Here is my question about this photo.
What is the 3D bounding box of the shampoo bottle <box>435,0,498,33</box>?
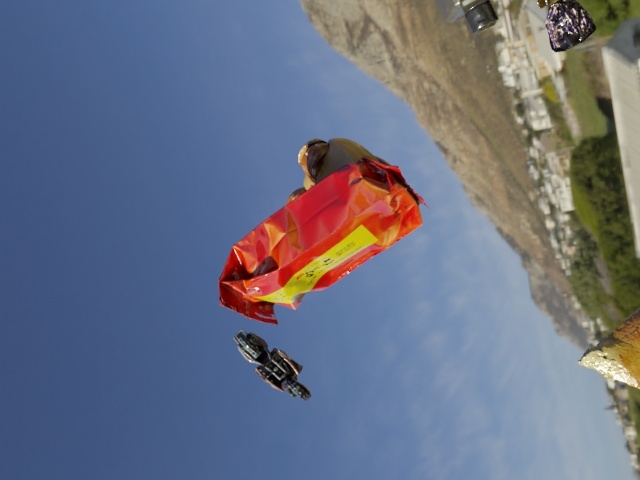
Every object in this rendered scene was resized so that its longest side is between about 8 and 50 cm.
[{"bbox_3d":[0.182,-0.413,1.007,0.246,0.080,0.079,64,178,1],"label":"shampoo bottle"}]

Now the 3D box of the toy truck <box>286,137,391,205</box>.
[{"bbox_3d":[0.059,-0.094,1.617,0.211,0.204,0.288,-12,-47,-42],"label":"toy truck"}]

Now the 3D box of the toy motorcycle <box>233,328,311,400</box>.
[{"bbox_3d":[-0.106,0.267,1.544,0.213,0.122,0.082,45,-103,-14],"label":"toy motorcycle"}]

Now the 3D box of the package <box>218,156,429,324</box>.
[{"bbox_3d":[0.001,0.000,1.372,0.196,0.423,0.123,34,-156,-54],"label":"package"}]

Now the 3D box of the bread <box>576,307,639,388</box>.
[{"bbox_3d":[0.532,0.205,1.185,0.136,0.154,0.054,51,-168,9],"label":"bread"}]

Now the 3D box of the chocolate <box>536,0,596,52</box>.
[{"bbox_3d":[0.289,-0.313,0.900,0.147,0.072,0.070,44,-145,-19],"label":"chocolate"}]
